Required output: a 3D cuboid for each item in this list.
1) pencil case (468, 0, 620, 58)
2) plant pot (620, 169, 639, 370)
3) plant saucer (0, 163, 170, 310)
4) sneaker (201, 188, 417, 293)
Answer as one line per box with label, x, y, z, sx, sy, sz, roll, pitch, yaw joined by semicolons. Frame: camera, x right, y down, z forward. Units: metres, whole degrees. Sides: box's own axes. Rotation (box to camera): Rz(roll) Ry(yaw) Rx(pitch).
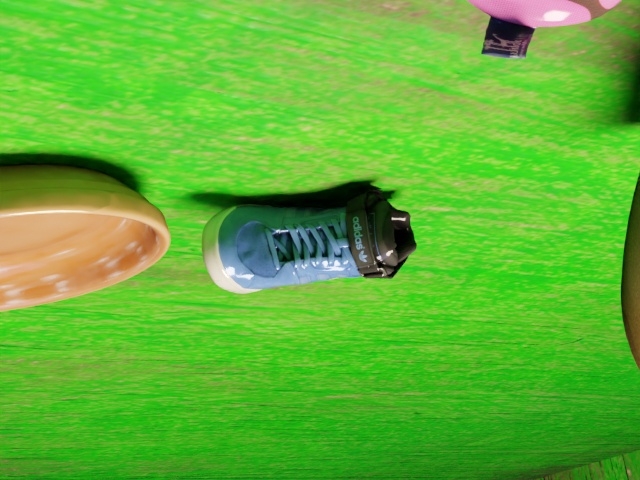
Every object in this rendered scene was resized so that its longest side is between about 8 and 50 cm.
pencil case;0.087;-0.145;0.646;0.098;0.095;0.209;6;162;-2
plant pot;0.267;-0.030;0.984;0.237;0.237;0.254;-12;150;7
plant saucer;-0.187;-0.001;1.078;0.200;0.037;0.200;-9;165;-3
sneaker;0.000;-0.001;1.156;0.085;0.058;0.152;-14;170;34
